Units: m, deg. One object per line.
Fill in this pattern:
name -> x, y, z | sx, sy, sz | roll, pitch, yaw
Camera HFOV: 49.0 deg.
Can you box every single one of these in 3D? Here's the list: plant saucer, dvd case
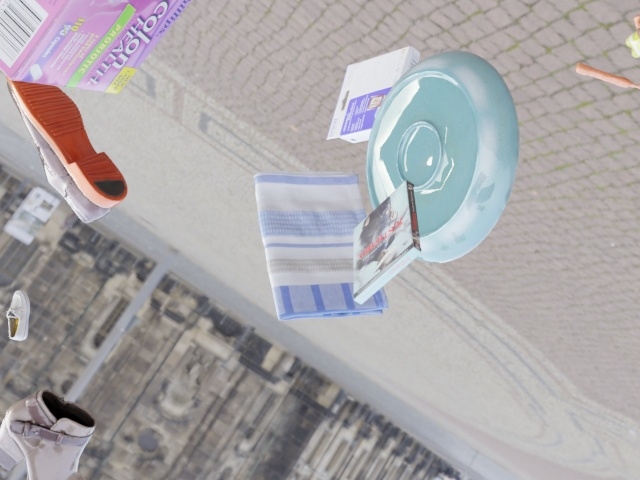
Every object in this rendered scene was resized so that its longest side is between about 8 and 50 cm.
plant saucer -> 0.159, -0.125, 1.044 | 0.044, 0.317, 0.318 | 2, -172, -33
dvd case -> 0.065, -0.001, 0.713 | 0.013, 0.087, 0.119 | 33, -148, -22

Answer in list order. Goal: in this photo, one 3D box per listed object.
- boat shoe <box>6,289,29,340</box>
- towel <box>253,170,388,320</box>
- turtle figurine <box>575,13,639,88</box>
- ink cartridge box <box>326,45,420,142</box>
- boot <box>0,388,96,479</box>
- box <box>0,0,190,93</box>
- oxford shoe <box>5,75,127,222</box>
boat shoe -> -0.597, 0.146, 1.377 | 0.035, 0.100, 0.035 | -6, 168, 19
towel -> 0.000, 0.000, 1.232 | 0.209, 0.284, 0.034 | -1, 154, -22
turtle figurine -> 0.392, -0.221, 0.659 | 0.270, 0.217, 0.087 | 17, -171, 31
ink cartridge box -> 0.118, -0.327, 1.604 | 0.045, 0.206, 0.208 | 26, 163, -37
boot -> -0.224, 0.183, 0.612 | 0.118, 0.087, 0.042 | 39, -161, -21
box -> -0.308, -0.317, 0.926 | 0.117, 0.213, 0.243 | 45, -165, 5
oxford shoe -> -0.419, -0.148, 1.101 | 0.271, 0.098, 0.097 | 56, -148, 4
